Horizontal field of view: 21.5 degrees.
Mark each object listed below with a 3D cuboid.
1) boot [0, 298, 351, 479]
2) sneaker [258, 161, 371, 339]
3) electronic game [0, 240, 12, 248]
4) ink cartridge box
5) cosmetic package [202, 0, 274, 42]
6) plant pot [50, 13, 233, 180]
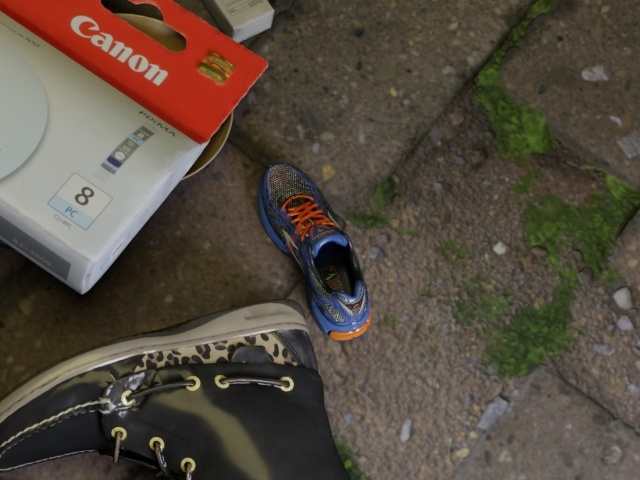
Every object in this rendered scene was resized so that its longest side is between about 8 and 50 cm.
[{"bbox_3d":[-0.142,0.240,1.743,0.377,0.138,0.284,-17,68,-20],"label":"boot"},{"bbox_3d":[0.000,0.000,1.893,0.083,0.087,0.221,-25,71,-18],"label":"sneaker"},{"bbox_3d":[-0.327,-0.094,1.918,0.229,0.048,0.229,3,65,-7],"label":"electronic game"},{"bbox_3d":[-0.271,-0.172,1.857,0.308,0.091,0.385,33,60,5],"label":"ink cartridge box"},{"bbox_3d":[-0.111,-0.300,2.044,0.060,0.041,0.115,-26,71,-18],"label":"cosmetic package"},{"bbox_3d":[-0.219,-0.155,1.934,0.236,0.032,0.236,6,60,-11],"label":"plant pot"}]
